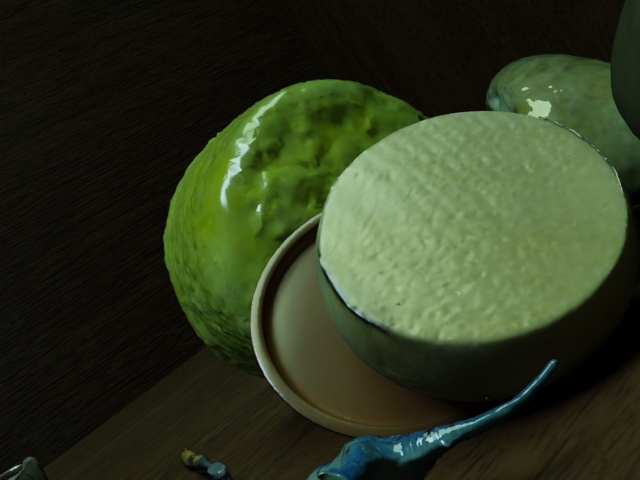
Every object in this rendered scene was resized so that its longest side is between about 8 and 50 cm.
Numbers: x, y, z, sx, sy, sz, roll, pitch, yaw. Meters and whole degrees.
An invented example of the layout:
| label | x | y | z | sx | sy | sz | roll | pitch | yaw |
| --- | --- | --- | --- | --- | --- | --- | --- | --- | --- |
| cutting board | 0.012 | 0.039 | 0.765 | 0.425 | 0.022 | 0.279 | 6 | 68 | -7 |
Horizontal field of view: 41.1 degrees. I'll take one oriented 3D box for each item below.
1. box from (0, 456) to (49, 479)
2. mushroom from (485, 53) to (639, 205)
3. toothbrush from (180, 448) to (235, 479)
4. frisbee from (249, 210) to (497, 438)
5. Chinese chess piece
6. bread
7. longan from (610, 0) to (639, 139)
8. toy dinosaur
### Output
| label | x | y | z | sx | sy | sz | roll | pitch | yaw |
| --- | --- | --- | --- | --- | --- | --- | --- | --- | --- |
| box | -0.215 | 0.270 | 0.431 | 0.225 | 0.190 | 0.297 | -33 | 3 | -11 |
| mushroom | 0.303 | -0.112 | 0.886 | 0.217 | 0.212 | 0.292 | -25 | -15 | 3 |
| toothbrush | -0.146 | 0.277 | 1.056 | 0.023 | 0.031 | 0.321 | -34 | 3 | -19 |
| frisbee | 0.062 | 0.059 | 0.743 | 0.251 | 0.251 | 0.021 | -34 | -36 | -14 |
| Chinese chess piece | 0.121 | 0.009 | 0.679 | 0.251 | 0.251 | 0.097 | -34 | -41 | -12 |
| bread | 0.000 | 0.000 | 0.970 | 0.348 | 0.348 | 0.308 | -34 | 5 | -12 |
| longan | 0.354 | -0.155 | 0.635 | 0.258 | 0.258 | 0.258 | -34 | 3 | 2 |
| toy dinosaur | 0.008 | 0.182 | 0.554 | 0.329 | 0.076 | 0.144 | -44 | -11 | 36 |
